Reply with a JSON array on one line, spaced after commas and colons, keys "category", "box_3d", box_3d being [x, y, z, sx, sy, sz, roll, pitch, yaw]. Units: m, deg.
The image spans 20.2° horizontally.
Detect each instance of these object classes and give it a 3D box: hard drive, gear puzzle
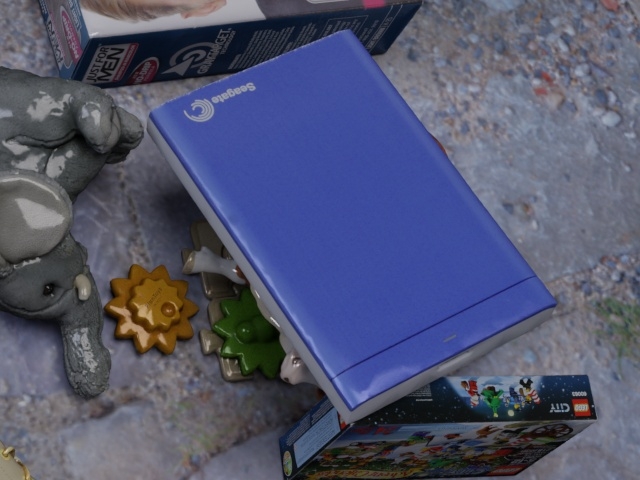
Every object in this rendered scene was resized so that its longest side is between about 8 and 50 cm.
[{"category": "hard drive", "box_3d": [0.024, -0.022, 1.514, 0.210, 0.040, 0.319, -25, 66, -24]}, {"category": "gear puzzle", "box_3d": [-0.034, 0.038, 1.628, 0.339, 0.044, 0.175, -4, 68, -24]}]

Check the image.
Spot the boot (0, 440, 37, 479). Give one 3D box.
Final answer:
[{"category": "boot", "box_3d": [-0.235, 0.197, 1.442, 0.262, 0.095, 0.203, -20, 74, -25]}]

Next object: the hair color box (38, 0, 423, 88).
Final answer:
[{"category": "hair color box", "box_3d": [-0.093, -0.258, 1.712, 0.347, 0.105, 0.174, -10, 70, -26]}]

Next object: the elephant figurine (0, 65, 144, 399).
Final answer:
[{"category": "elephant figurine", "box_3d": [-0.251, -0.014, 1.508, 0.186, 0.169, 0.239, 12, 74, 17]}]

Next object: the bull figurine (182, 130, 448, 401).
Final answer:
[{"category": "bull figurine", "box_3d": [0.000, 0.000, 1.579, 0.188, 0.101, 0.310, 29, 54, 2]}]

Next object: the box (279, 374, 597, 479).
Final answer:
[{"category": "box", "box_3d": [0.100, 0.165, 1.556, 0.233, 0.159, 0.044, 1, 65, -22]}]
